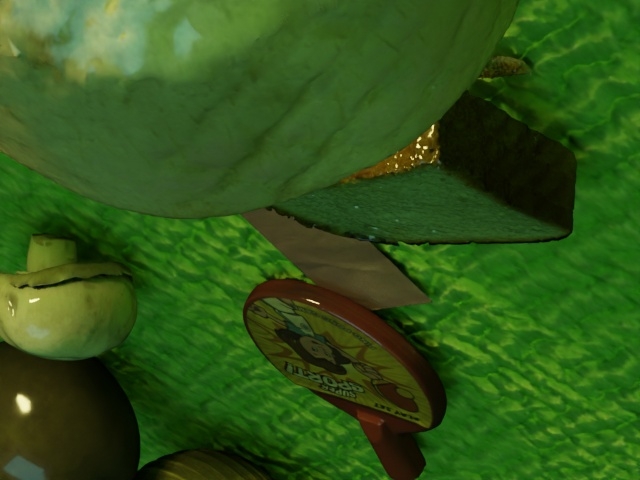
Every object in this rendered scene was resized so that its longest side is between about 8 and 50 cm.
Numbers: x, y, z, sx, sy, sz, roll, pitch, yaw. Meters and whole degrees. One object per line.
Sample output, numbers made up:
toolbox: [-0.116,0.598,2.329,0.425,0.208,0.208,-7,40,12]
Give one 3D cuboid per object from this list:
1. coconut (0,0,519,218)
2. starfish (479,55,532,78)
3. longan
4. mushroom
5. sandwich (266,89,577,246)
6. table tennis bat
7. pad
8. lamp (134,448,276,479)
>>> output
coconut: [-0.082,-0.206,0.927,0.415,0.344,0.415,29,172,5]
starfish: [0.043,-0.119,1.303,0.208,0.053,0.176,15,162,33]
longan: [-0.289,0.199,1.987,0.212,0.198,0.198,48,151,-2]
mushroom: [-0.247,0.053,1.777,0.154,0.122,0.154,-6,177,0]
sandwich: [0.057,-0.049,1.332,0.215,0.065,0.186,-3,162,44]
table tennis bat: [0.036,0.131,1.756,0.200,0.038,0.310,15,151,32]
pad: [0.000,0.000,1.587,0.188,0.006,0.113,43,150,-27]
lamp: [-0.143,0.357,2.039,0.250,0.284,0.250,26,129,36]
